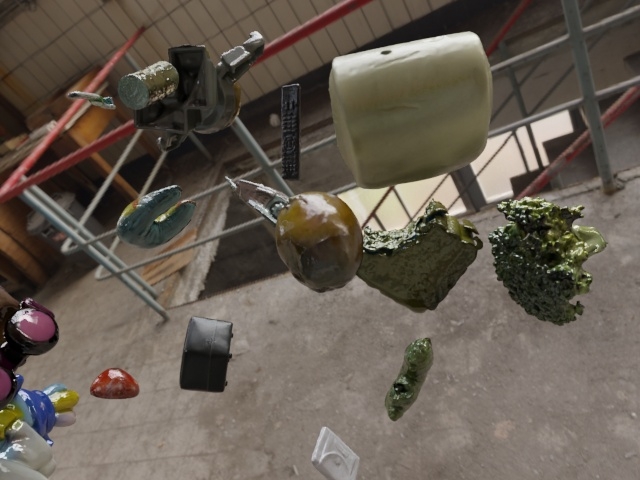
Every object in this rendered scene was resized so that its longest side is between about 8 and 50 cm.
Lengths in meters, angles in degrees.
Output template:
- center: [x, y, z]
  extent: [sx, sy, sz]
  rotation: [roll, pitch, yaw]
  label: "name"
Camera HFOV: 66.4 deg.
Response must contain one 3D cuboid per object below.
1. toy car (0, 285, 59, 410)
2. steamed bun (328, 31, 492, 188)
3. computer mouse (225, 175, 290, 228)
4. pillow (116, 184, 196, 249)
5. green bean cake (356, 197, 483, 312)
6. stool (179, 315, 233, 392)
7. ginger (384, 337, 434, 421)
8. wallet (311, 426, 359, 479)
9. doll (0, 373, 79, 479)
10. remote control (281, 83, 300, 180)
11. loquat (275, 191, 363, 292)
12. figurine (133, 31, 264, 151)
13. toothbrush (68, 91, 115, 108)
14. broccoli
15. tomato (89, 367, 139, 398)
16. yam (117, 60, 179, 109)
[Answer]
- center: [-0.579, 0.188, 0.710]
  extent: [0.271, 0.240, 0.341]
  rotation: [-39, 23, 22]
  label: "toy car"
- center: [0.216, -0.281, 1.169]
  extent: [0.370, 0.290, 0.456]
  rotation: [-7, -1, 8]
  label: "steamed bun"
- center: [-0.173, -0.127, 1.680]
  extent: [0.389, 0.199, 0.115]
  rotation: [40, 83, 19]
  label: "computer mouse"
- center: [-0.432, -0.054, 1.301]
  extent: [0.214, 0.233, 0.086]
  rotation: [-35, 75, -3]
  label: "pillow"
- center: [0.268, 0.015, 1.411]
  extent: [0.310, 0.284, 0.202]
  rotation: [-53, 5, 25]
  label: "green bean cake"
- center: [-0.336, 0.340, 1.454]
  extent: [0.141, 0.232, 0.232]
  rotation: [7, 39, -10]
  label: "stool"
- center: [0.239, 0.373, 1.312]
  extent: [0.089, 0.137, 0.290]
  rotation: [38, 122, 30]
  label: "ginger"
- center: [0.049, 0.644, 1.430]
  extent: [0.031, 0.183, 0.124]
  rotation: [-28, 23, 36]
  label: "wallet"
- center: [-0.619, 0.419, 0.934]
  extent: [0.186, 0.376, 0.366]
  rotation: [-23, 48, 3]
  label: "doll"
- center: [-0.074, -0.279, 1.274]
  extent: [0.063, 0.025, 0.246]
  rotation: [7, 99, 41]
  label: "remote control"
- center: [0.000, 0.000, 1.002]
  extent: [0.179, 0.179, 0.227]
  rotation: [-36, 53, 2]
  label: "loquat"
- center: [-0.264, -0.320, 1.087]
  extent: [0.342, 0.167, 0.285]
  rotation: [-19, 11, 17]
  label: "figurine"
- center: [-0.486, -0.302, 1.058]
  extent: [0.030, 0.030, 0.304]
  rotation: [-38, 17, 0]
  label: "toothbrush"
- center: [0.567, 0.044, 1.274]
  extent: [0.323, 0.334, 0.272]
  rotation: [35, 73, 23]
  label: "broccoli"
- center: [-0.697, 0.484, 1.675]
  extent: [0.139, 0.159, 0.092]
  rotation: [5, 83, 65]
  label: "tomato"
- center: [-0.251, -0.230, 0.723]
  extent: [0.054, 0.054, 0.132]
  rotation: [-26, 22, 16]
  label: "yam"
